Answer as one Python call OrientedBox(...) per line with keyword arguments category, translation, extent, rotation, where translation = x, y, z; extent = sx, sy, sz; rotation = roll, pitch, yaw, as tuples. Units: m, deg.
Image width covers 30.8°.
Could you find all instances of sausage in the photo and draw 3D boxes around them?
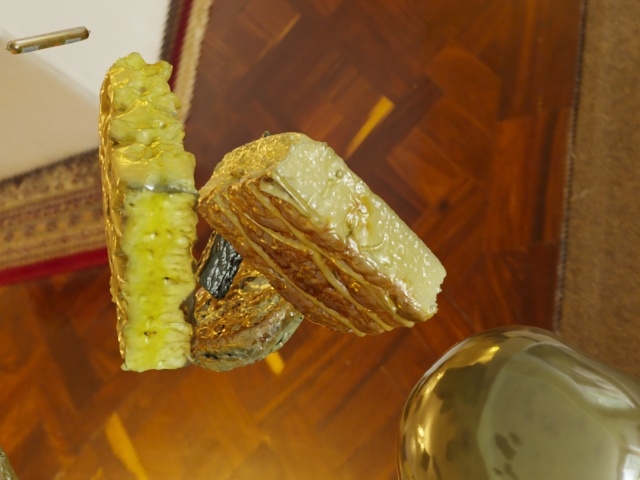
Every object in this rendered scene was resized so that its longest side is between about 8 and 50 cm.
OrientedBox(category="sausage", translation=(-0.258, -0.191, 1.106), extent=(0.015, 0.100, 0.015), rotation=(18, 119, 36))

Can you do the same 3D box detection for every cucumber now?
OrientedBox(category="cucumber", translation=(-0.134, -0.045, 1.958), extent=(0.072, 0.072, 0.300), rotation=(15, 78, 44))

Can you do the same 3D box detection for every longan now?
OrientedBox(category="longan", translation=(0.275, 0.277, 1.472), extent=(0.361, 0.361, 0.361), rotation=(-20, 55, 31))

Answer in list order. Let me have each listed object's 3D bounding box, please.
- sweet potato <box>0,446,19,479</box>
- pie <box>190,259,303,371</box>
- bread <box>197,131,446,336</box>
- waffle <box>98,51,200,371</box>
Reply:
OrientedBox(category="sweet potato", translation=(-0.367, 0.347, 1.387), extent=(0.067, 0.067, 0.274), rotation=(-36, 68, 19))
OrientedBox(category="pie", translation=(-0.143, 0.126, 2.039), extent=(0.308, 0.085, 0.308), rotation=(-17, 31, 10))
OrientedBox(category="bread", translation=(0.000, 0.000, 1.402), extent=(0.185, 0.274, 0.114), rotation=(-14, 40, 51))
OrientedBox(category="waffle", translation=(-0.125, -0.038, 0.815), extent=(0.211, 0.055, 0.160), rotation=(-107, 18, -47))
